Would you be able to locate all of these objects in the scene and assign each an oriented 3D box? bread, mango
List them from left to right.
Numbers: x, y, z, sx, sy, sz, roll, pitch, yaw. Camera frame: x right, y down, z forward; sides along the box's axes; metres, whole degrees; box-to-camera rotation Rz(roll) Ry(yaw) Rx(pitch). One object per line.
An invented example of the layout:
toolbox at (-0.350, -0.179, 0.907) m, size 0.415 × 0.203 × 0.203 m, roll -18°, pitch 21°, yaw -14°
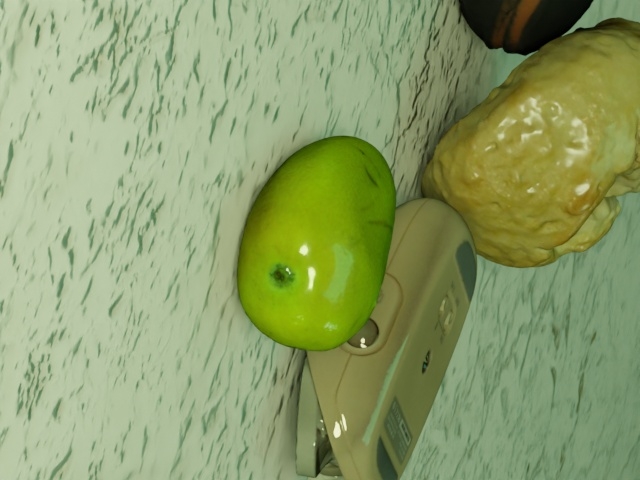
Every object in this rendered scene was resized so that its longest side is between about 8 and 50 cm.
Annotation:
mango at (-0.002, -0.004, 1.283) m, size 0.117 × 0.089 × 0.163 m, roll 69°, pitch 27°, yaw -45°
bread at (0.194, -0.072, 1.560) m, size 0.244 × 0.134 × 0.244 m, roll -38°, pitch 170°, yaw -8°

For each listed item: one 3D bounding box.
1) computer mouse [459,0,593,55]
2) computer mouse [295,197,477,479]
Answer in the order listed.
computer mouse at (0.173, -0.285, 1.503) m, size 0.183 × 0.116 × 0.323 m, roll -62°, pitch 156°, yaw -44°
computer mouse at (0.042, 0.079, 1.445) m, size 0.237 × 0.082 × 0.145 m, roll -66°, pitch 158°, yaw -20°
